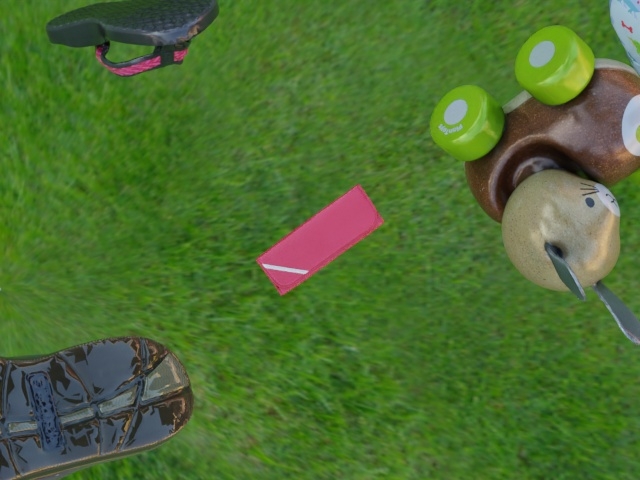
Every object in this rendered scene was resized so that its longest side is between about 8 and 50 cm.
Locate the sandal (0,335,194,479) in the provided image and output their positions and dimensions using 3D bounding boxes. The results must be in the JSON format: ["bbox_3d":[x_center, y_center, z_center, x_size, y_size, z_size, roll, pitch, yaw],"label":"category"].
[{"bbox_3d":[-0.177,0.095,0.740,0.219,0.060,0.090,-6,73,-33],"label":"sandal"}]

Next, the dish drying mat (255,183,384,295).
[{"bbox_3d":[0.000,0.000,0.873,0.083,0.008,0.032,-36,104,-2],"label":"dish drying mat"}]

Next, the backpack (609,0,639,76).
[{"bbox_3d":[0.207,-0.112,0.678,0.105,0.114,0.084,-39,62,12],"label":"backpack"}]

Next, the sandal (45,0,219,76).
[{"bbox_3d":[-0.112,-0.125,0.828,0.067,0.179,0.040,-26,110,-27],"label":"sandal"}]

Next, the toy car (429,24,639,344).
[{"bbox_3d":[0.181,-0.023,0.938,0.149,0.188,0.155,-33,135,26],"label":"toy car"}]
